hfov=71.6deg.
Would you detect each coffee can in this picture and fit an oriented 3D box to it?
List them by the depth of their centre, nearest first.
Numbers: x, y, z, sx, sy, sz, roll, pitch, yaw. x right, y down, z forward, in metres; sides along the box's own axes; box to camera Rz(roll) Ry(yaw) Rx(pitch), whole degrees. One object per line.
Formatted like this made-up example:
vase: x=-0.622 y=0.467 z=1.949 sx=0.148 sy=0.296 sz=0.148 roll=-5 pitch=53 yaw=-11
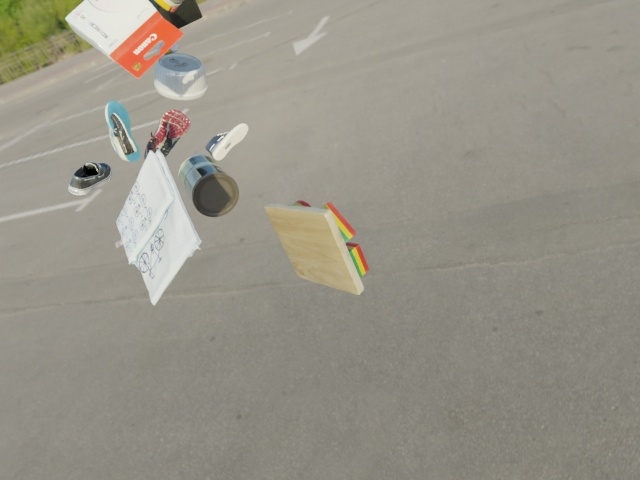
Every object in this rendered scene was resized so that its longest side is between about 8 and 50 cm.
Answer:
coffee can: x=-0.504 y=-0.249 z=1.983 sx=0.202 sy=0.201 sz=0.275 roll=-31 pitch=38 yaw=-13

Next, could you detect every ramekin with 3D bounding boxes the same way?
ramekin: x=-0.553 y=-0.655 z=1.760 sx=0.208 sy=0.108 sz=0.207 roll=7 pitch=45 yaw=-7

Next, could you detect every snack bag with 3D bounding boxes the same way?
snack bag: x=-0.471 y=-0.027 z=1.250 sx=0.323 sy=0.037 sz=0.342 roll=-46 pitch=62 yaw=33

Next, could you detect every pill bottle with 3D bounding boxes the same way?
pill bottle: x=-0.562 y=-0.707 z=1.630 sx=0.083 sy=0.043 sz=0.043 roll=3 pitch=41 yaw=36

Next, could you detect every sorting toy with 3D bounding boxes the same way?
sorting toy: x=0.000 y=0.000 z=1.209 sx=0.089 sy=0.255 sz=0.257 roll=-41 pitch=32 yaw=-29

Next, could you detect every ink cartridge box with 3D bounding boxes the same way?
ink cartridge box: x=-0.515 y=-0.570 z=1.175 sx=0.232 sy=0.066 sz=0.189 roll=36 pitch=77 yaw=9

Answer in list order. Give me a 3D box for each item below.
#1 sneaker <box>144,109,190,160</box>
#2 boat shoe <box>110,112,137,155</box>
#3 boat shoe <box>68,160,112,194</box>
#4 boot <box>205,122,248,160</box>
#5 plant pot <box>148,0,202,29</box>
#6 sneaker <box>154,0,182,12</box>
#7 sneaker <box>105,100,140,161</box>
sneaker: x=-0.694 y=-0.466 z=1.978 sx=0.112 sy=0.121 sz=0.299 roll=-21 pitch=36 yaw=51
boat shoe: x=-0.594 y=-0.315 z=1.318 sx=0.038 sy=0.125 sz=0.046 roll=-33 pitch=25 yaw=-25
boat shoe: x=-1.035 y=-0.308 z=2.014 sx=0.108 sy=0.102 sz=0.301 roll=22 pitch=27 yaw=-5
boot: x=-0.385 y=-0.419 z=1.805 sx=0.190 sy=0.069 sz=0.086 roll=-45 pitch=61 yaw=-3
plant pot: x=-0.615 y=-0.961 z=1.761 sx=0.188 sy=0.166 sz=0.187 roll=34 pitch=61 yaw=27
sneaker: x=-0.441 y=-0.698 z=1.141 sx=0.093 sy=0.225 sz=0.087 roll=-28 pitch=66 yaw=25
sneaker: x=-0.764 y=-0.409 z=1.681 sx=0.092 sy=0.228 sz=0.087 roll=10 pitch=29 yaw=39
